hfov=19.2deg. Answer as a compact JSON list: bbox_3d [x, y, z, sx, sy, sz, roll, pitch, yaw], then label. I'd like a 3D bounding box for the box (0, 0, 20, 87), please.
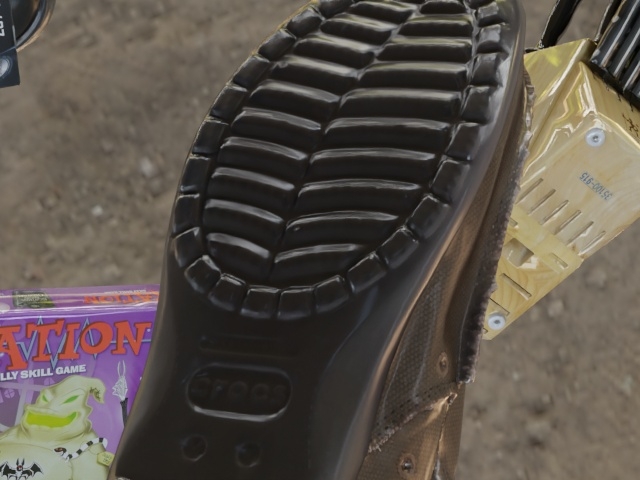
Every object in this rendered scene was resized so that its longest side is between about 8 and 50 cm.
[{"bbox_3d":[-0.143,-0.108,0.777,0.018,0.067,0.083,-12,32,-15],"label":"box"}]

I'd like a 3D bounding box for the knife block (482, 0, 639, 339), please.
[{"bbox_3d":[0.177,-0.087,1.447,0.276,0.088,0.242,-42,24,23],"label":"knife block"}]

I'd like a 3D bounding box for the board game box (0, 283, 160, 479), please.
[{"bbox_3d":[-0.222,0.133,1.303,0.347,0.208,0.056,-2,21,-21],"label":"board game box"}]

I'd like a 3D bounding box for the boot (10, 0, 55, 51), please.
[{"bbox_3d":[-0.502,-0.225,1.771,0.367,0.146,0.445,2,8,16],"label":"boot"}]

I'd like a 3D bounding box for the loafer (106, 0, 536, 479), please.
[{"bbox_3d":[0.001,0.050,0.805,0.134,0.130,0.365,12,69,29],"label":"loafer"}]
